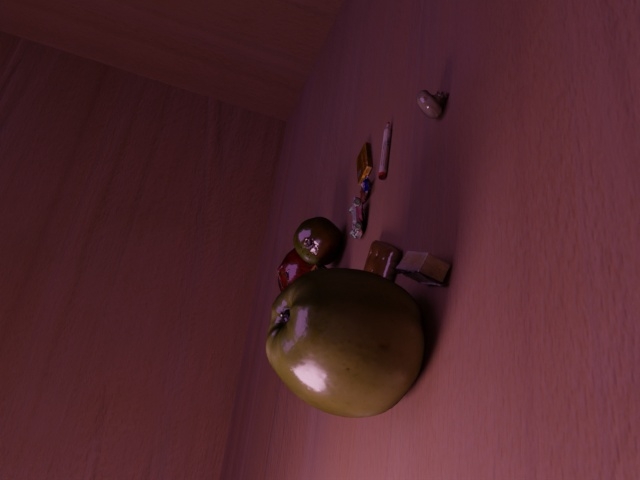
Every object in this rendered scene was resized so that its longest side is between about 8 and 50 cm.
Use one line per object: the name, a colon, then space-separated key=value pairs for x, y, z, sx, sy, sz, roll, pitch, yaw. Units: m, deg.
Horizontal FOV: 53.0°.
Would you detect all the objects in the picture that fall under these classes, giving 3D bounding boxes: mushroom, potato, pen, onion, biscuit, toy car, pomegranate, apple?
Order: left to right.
onion: x=-0.088 y=0.127 z=2.547 sx=0.248 sy=0.161 sz=0.248 roll=-50 pitch=11 yaw=13
pomegranate: x=0.000 y=0.000 z=2.320 sx=0.180 sy=0.180 sz=0.210 roll=-71 pitch=-14 yaw=14
apple: x=0.055 y=0.229 z=1.456 sx=0.357 sy=0.357 sz=0.357 roll=-165 pitch=90 yaw=-77
toy car: x=0.123 y=-0.074 z=2.092 sx=0.069 sy=0.055 sz=0.142 roll=115 pitch=156 yaw=-66
biscuit: x=0.137 y=0.162 z=1.795 sx=0.217 sy=0.044 sz=0.324 roll=-147 pitch=73 yaw=-75
pen: x=0.208 y=-0.291 z=2.052 sx=0.026 sy=0.026 sz=0.218 roll=130 pitch=153 yaw=-60
potato: x=0.231 y=0.062 z=1.428 sx=0.061 sy=0.086 sz=0.122 roll=-66 pitch=14 yaw=-7
mushroom: x=0.298 y=-0.368 z=1.692 sx=0.079 sy=0.085 sz=0.085 roll=-40 pitch=23 yaw=13

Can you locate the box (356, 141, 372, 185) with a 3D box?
box: x=0.153 y=-0.271 z=2.258 sx=0.156 sy=0.022 sz=0.089 roll=-91 pitch=20 yaw=-50

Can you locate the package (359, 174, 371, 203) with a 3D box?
package: x=0.151 y=-0.175 z=2.144 sx=0.110 sy=0.033 sz=0.077 roll=102 pitch=154 yaw=-68

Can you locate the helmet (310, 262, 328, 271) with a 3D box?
helmet: x=0.005 y=0.185 z=2.117 sx=0.224 sy=0.130 sz=0.198 roll=-79 pitch=14 yaw=-65
